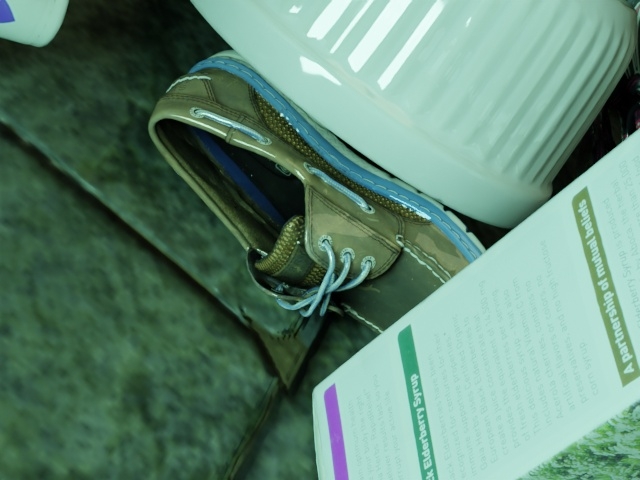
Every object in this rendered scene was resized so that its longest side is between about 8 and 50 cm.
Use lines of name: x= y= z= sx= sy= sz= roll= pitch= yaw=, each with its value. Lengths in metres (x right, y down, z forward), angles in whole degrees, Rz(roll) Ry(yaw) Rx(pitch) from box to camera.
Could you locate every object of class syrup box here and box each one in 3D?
syrup box: x=0.105 y=0.046 z=0.505 sx=0.093 sy=0.237 sz=0.096 roll=21 pitch=45 yaw=-32

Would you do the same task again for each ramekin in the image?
ramekin: x=0.047 y=-0.111 z=0.648 sx=0.207 sy=0.109 sz=0.207 roll=34 pitch=17 yaw=-12

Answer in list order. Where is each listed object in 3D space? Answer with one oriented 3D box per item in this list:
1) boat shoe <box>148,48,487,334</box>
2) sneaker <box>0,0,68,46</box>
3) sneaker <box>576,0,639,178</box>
boat shoe: x=0.000 y=0.000 z=0.597 sx=0.183 sy=0.066 sz=0.066 roll=40 pitch=40 yaw=7
sneaker: x=-0.191 y=-0.133 z=0.461 sx=0.236 sy=0.130 sz=0.323 roll=35 pitch=32 yaw=-10
sneaker: x=0.173 y=-0.054 z=0.702 sx=0.112 sy=0.121 sz=0.299 roll=25 pitch=77 yaw=-6
